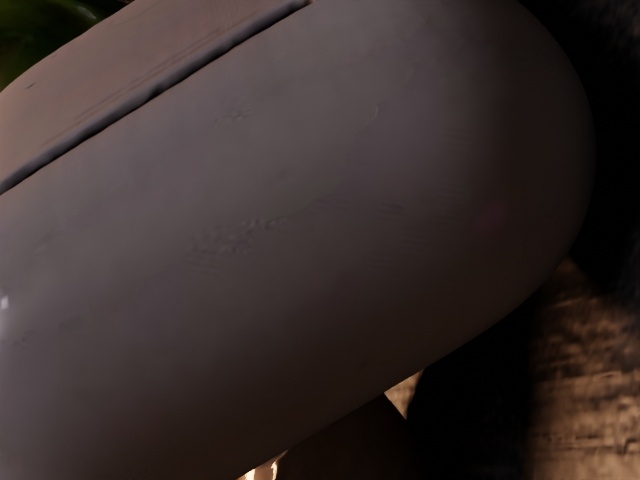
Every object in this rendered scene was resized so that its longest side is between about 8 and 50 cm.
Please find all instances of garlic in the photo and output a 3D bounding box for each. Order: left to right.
[{"bbox_3d":[-0.003,0.142,0.774,0.228,0.110,0.217,-75,-12,-65],"label":"garlic"}]

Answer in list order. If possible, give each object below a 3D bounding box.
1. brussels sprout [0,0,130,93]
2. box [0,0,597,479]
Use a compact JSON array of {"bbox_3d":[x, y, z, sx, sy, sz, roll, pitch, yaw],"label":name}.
[{"bbox_3d":[-0.210,-0.016,1.298,0.342,0.425,0.361,37,103,46],"label":"brussels sprout"},{"bbox_3d":[-0.040,-0.029,0.713,0.141,0.288,0.349,58,-174,-22],"label":"box"}]
